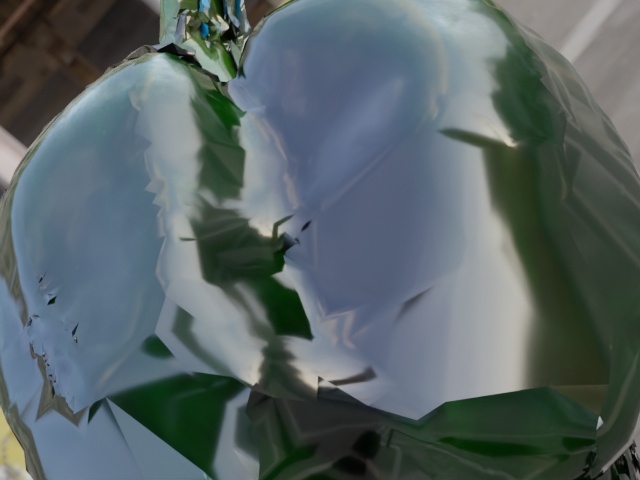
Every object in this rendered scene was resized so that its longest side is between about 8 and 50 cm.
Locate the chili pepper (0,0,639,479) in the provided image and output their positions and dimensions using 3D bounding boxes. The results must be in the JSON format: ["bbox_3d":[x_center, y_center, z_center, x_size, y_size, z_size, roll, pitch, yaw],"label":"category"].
[{"bbox_3d":[0.000,0.000,0.479,0.174,0.165,0.261,-28,40,6],"label":"chili pepper"}]
